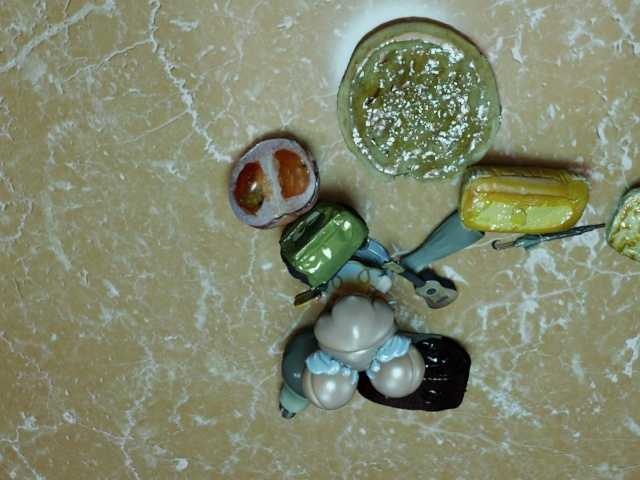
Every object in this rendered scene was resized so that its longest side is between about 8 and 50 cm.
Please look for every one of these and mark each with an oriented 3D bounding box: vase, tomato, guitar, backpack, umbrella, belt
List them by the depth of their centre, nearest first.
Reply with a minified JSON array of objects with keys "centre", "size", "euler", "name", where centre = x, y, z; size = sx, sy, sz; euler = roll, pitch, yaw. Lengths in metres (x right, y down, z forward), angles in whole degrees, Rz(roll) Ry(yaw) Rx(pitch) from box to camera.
[{"centre":[0.000,0.000,1.829],"size":[0.207,0.253,0.140],"euler":[-45,113,-2],"name":"backpack"},{"centre":[-0.095,-0.129,1.846],"size":[0.227,0.112,0.199],"euler":[-18,77,18],"name":"tomato"},{"centre":[0.547,0.000,1.897],"size":[0.268,0.044,0.044],"euler":[-9,144,10],"name":"umbrella"},{"centre":[0.287,0.013,1.905],"size":[0.214,0.086,0.086],"euler":[-37,107,24],"name":"vase"},{"centre":[0.232,0.095,1.905],"size":[0.084,0.038,0.271],"euler":[-37,135,23],"name":"guitar"},{"centre":[0.231,0.318,1.991],"size":[0.289,0.184,0.164],"euler":[3,124,2],"name":"belt"}]

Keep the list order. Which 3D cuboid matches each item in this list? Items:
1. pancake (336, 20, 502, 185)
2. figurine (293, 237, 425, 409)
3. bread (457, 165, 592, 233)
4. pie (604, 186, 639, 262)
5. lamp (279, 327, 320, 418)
[{"centre":[0.221,-0.290,1.772],"size":[0.382,0.071,0.382],"euler":[2,114,4],"name":"pancake"},{"centre":[0.079,0.187,1.831],"size":[0.276,0.388,0.248],"euler":[-15,115,9],"name":"figurine"},{"centre":[0.450,-0.097,1.789],"size":[0.288,0.119,0.153],"euler":[2,123,-9],"name":"bread"},{"centre":[0.763,-0.039,1.835],"size":[0.178,0.084,0.205],"euler":[13,123,5],"name":"pie"},{"centre":[-0.037,0.343,2.064],"size":[0.182,0.182,0.314],"euler":[30,146,-9],"name":"lamp"}]
